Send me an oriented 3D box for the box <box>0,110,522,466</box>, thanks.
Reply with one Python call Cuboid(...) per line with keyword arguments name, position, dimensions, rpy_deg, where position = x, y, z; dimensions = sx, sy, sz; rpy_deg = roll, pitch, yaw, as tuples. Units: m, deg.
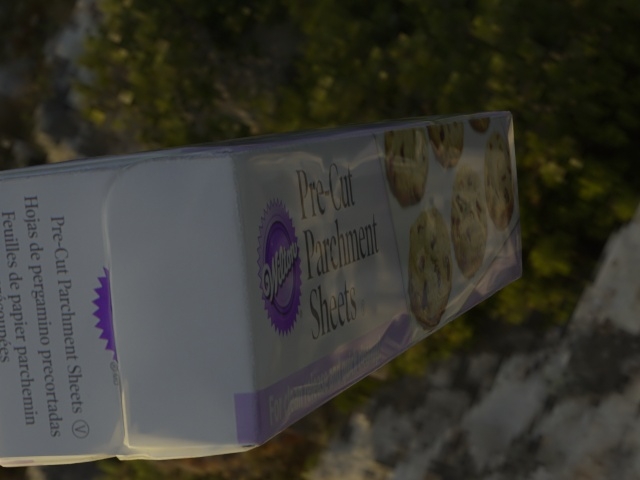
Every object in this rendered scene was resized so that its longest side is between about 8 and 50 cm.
Cuboid(name="box", position=(0.000, 0.000, 0.537), dimensions=(0.063, 0.324, 0.067), rpy_deg=(-5, 93, 16))
